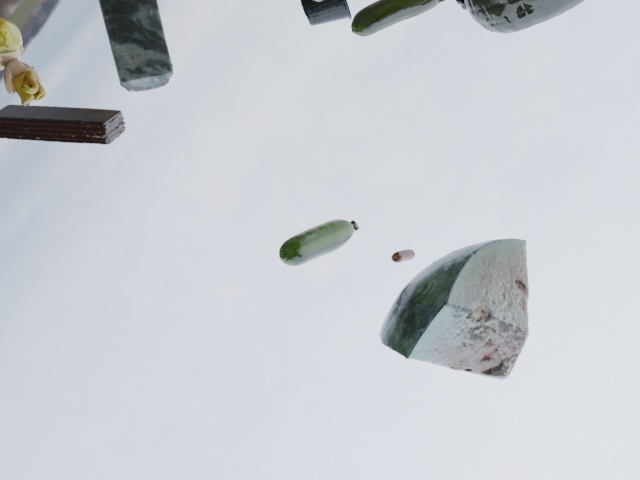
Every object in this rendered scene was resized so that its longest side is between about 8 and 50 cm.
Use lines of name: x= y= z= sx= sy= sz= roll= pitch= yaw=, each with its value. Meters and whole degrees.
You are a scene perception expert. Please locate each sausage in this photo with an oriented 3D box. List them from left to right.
sausage: x=0.289 y=0.054 z=2.078 sx=0.039 sy=0.131 sz=0.041 roll=-27 pitch=-101 yaw=33

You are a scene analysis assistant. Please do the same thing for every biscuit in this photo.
biscuit: x=-0.770 y=-0.340 z=1.722 sx=0.387 sy=0.073 sz=0.107 roll=4 pitch=-147 yaw=10

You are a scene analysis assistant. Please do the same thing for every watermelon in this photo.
watermelon: x=0.286 y=0.158 z=1.160 sx=0.387 sy=0.258 sz=0.228 roll=-36 pitch=177 yaw=-35

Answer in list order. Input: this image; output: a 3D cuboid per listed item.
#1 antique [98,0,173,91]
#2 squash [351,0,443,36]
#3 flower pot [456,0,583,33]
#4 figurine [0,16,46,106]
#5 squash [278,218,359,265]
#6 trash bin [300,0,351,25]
antique: x=-0.300 y=-0.336 z=0.959 sx=0.088 sy=0.183 sz=0.086 roll=-14 pitch=-166 yaw=-16
squash: x=0.240 y=-0.685 z=1.735 sx=0.331 sy=0.087 sz=0.087 roll=-22 pitch=-149 yaw=-6
flower pot: x=0.407 y=-0.563 z=1.180 sx=0.301 sy=0.213 sz=0.302 roll=-26 pitch=-155 yaw=13
figurine: x=-0.750 y=-0.438 z=1.395 sx=0.131 sy=0.246 sz=0.156 roll=-27 pitch=-165 yaw=45
squash: x=0.000 y=0.000 z=1.859 sx=0.101 sy=0.102 sz=0.378 roll=-22 pitch=-178 yaw=42
trash bin: x=0.016 y=-0.875 z=2.181 sx=0.160 sy=0.175 sz=0.176 roll=-18 pitch=-139 yaw=13
